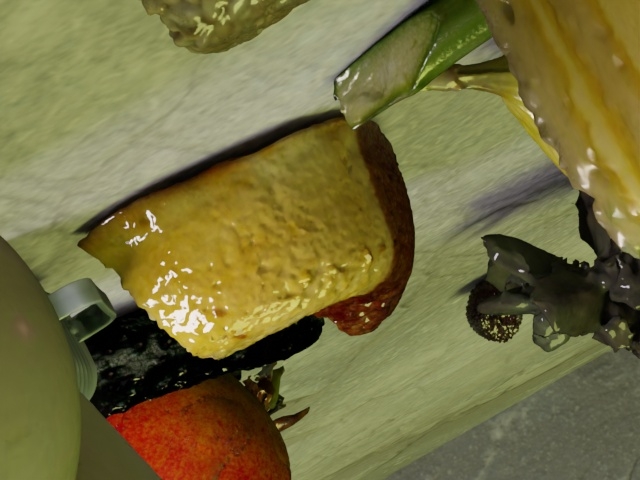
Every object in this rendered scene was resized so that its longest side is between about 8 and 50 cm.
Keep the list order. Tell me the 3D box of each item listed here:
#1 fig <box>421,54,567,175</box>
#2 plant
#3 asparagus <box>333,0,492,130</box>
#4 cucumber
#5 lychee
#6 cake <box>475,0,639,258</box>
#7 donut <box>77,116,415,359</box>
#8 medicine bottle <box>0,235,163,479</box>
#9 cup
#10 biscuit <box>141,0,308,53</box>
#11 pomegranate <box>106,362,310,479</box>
[{"bbox_3d":[0.158,-0.096,1.175,0.257,0.159,0.159,-2,158,-19],"label":"fig"},{"bbox_3d":[0.294,0.017,1.663,0.312,0.213,0.215,-28,169,-6],"label":"plant"},{"bbox_3d":[0.071,-0.120,1.062,0.178,0.041,0.045,-34,-150,28],"label":"asparagus"},{"bbox_3d":[-0.105,0.080,1.407,0.072,0.081,0.303,18,-153,39],"label":"cucumber"},{"bbox_3d":[0.188,0.073,1.983,0.067,0.068,0.083,-49,-179,6],"label":"lychee"},{"bbox_3d":[0.235,-0.147,0.870,0.222,0.227,0.286,-21,166,-23],"label":"cake"},{"bbox_3d":[0.000,0.000,1.225,0.151,0.112,0.295,-32,168,28],"label":"donut"},{"bbox_3d":[-0.246,0.084,0.767,0.236,0.235,0.406,-36,164,31],"label":"medicine bottle"},{"bbox_3d":[-0.186,0.064,1.138,0.128,0.095,0.129,-30,170,2],"label":"cup"},{"bbox_3d":[-0.005,-0.142,0.762,0.168,0.070,0.082,-32,175,8],"label":"biscuit"},{"bbox_3d":[-0.119,0.183,1.502,0.235,0.210,0.210,-48,179,-31],"label":"pomegranate"}]
